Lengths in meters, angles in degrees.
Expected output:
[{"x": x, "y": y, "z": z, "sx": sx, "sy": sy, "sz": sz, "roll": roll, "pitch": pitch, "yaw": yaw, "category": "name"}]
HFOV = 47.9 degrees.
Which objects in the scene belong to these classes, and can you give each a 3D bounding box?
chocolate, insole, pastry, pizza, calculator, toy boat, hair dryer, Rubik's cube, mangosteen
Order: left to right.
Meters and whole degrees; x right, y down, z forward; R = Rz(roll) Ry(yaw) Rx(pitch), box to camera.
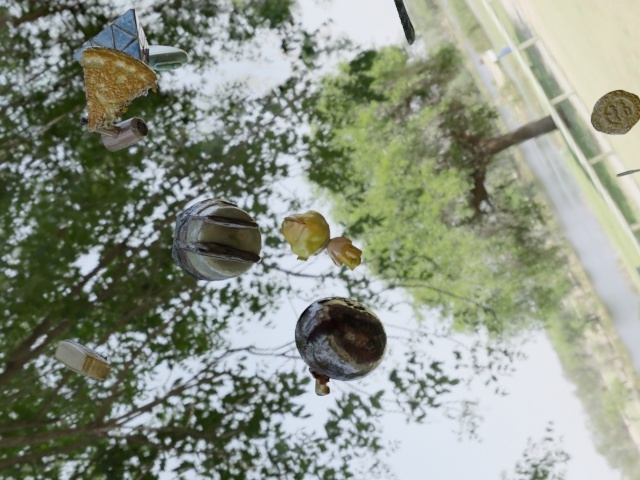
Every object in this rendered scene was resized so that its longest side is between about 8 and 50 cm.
[{"x": -0.523, "y": 0.266, "z": 1.601, "sx": 0.077, "sy": 0.200, "sz": 0.057, "roll": 29, "pitch": -102, "yaw": -43, "category": "toy boat"}, {"x": -0.533, "y": -0.282, "z": 1.818, "sx": 0.181, "sy": 0.117, "sz": 0.064, "roll": 12, "pitch": -115, "yaw": -63, "category": "hair dryer"}, {"x": -0.478, "y": -0.333, "z": 1.637, "sx": 0.188, "sy": 0.199, "sz": 0.062, "roll": 25, "pitch": 178, "yaw": 0, "category": "pizza"}, {"x": -0.461, "y": -0.447, "z": 1.767, "sx": 0.211, "sy": 0.190, "sz": 0.178, "roll": -22, "pitch": -103, "yaw": -34, "category": "Rubik's cube"}, {"x": -0.474, "y": -0.515, "z": 2.022, "sx": 0.295, "sy": 0.184, "sz": 0.042, "roll": 31, "pitch": 130, "yaw": 50, "category": "calculator"}, {"x": -0.315, "y": 0.001, "z": 2.260, "sx": 0.284, "sy": 0.283, "sz": 0.186, "roll": 60, "pitch": 163, "yaw": -12, "category": "chocolate"}, {"x": 0.033, "y": 0.268, "z": 1.767, "sx": 0.235, "sy": 0.261, "sz": 0.235, "roll": 22, "pitch": -169, "yaw": -5, "category": "mangosteen"}, {"x": 0.192, "y": -0.686, "z": 1.899, "sx": 0.119, "sy": 0.009, "sz": 0.348, "roll": -158, "pitch": 49, "yaw": -86, "category": "insole"}, {"x": 0.649, "y": -0.279, "z": 1.581, "sx": 0.097, "sy": 0.109, "sz": 0.057, "roll": 51, "pitch": -162, "yaw": 3, "category": "pastry"}]

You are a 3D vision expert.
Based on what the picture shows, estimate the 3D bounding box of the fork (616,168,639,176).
[{"x": 0.712, "y": -0.157, "z": 1.591, "sx": 0.012, "sy": 0.115, "sz": 0.016, "roll": 35, "pitch": -138, "yaw": -67, "category": "fork"}]

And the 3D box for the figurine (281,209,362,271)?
[{"x": 0.000, "y": 0.000, "z": 2.000, "sx": 0.246, "sy": 0.131, "sz": 0.156, "roll": 25, "pitch": -112, "yaw": -10, "category": "figurine"}]
